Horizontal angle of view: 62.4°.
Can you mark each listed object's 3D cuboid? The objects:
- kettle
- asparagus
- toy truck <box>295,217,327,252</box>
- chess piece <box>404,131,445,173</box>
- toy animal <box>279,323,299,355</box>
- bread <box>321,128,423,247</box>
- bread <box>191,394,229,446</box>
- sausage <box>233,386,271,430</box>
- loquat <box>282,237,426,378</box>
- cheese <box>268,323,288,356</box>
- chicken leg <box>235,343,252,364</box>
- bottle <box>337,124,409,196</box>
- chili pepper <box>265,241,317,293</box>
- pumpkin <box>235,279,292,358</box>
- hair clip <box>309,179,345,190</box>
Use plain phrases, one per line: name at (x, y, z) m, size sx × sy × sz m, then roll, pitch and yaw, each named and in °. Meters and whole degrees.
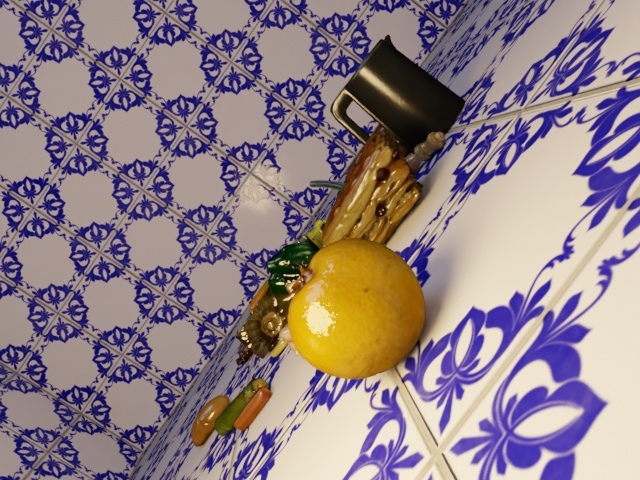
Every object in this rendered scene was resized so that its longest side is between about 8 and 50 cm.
kettle at (0.225, -0.406, 1.571) m, size 0.262 × 0.308 × 0.203 m, roll -47°, pitch 9°, yaw 45°
asparagus at (-0.230, 0.470, 1.474) m, size 0.278 × 0.060 × 0.067 m, roll -51°, pitch 18°, yaw 32°
toy truck at (0.000, 0.000, 1.940) m, size 0.157 × 0.124 × 0.272 m, roll -46°, pitch 1°, yaw -14°
chess piece at (0.280, -0.241, 1.455) m, size 0.172 × 0.060 × 0.060 m, roll -42°, pitch 14°, yaw 50°
toy animal at (-0.049, 0.243, 1.318) m, size 0.091 × 0.082 × 0.114 m, roll -10°, pitch -1°, yaw 11°
bread at (0.131, -0.094, 1.301) m, size 0.325 × 0.167 × 0.277 m, roll -61°, pitch 4°, yaw 22°
bread at (-0.384, 0.607, 1.806) m, size 0.189 × 0.077 × 0.114 m, roll -54°, pitch 11°, yaw -15°
sausage at (-0.173, 0.431, 1.361) m, size 0.131 × 0.039 × 0.041 m, roll -53°, pitch 0°, yaw 7°
loquat at (0.049, 0.100, 0.785) m, size 0.208 × 0.208 × 0.208 m, roll -53°, pitch 7°, yaw 9°
cheese at (-0.098, 0.277, 1.603) m, size 0.163 × 0.036 × 0.086 m, roll -53°, pitch 4°, yaw 12°
chicken leg at (-0.254, 0.388, 2.074) m, size 0.253 × 0.051 × 0.106 m, roll -52°, pitch 13°, yaw 15°
bottle at (0.185, -0.251, 1.826) m, size 0.336 × 0.144 × 0.144 m, roll -56°, pitch 6°, yaw 15°
chili pepper at (-0.039, 0.085, 1.650) m, size 0.174 × 0.260 × 0.165 m, roll 102°, pitch 159°, yaw -69°
pumpkin at (-0.195, 0.272, 1.863) m, size 0.281 × 0.139 × 0.190 m, roll -55°, pitch 10°, yaw -25°
hair clip at (0.079, -0.166, 1.783) m, size 0.083 × 0.275 × 0.048 m, roll -58°, pitch -36°, yaw -12°
